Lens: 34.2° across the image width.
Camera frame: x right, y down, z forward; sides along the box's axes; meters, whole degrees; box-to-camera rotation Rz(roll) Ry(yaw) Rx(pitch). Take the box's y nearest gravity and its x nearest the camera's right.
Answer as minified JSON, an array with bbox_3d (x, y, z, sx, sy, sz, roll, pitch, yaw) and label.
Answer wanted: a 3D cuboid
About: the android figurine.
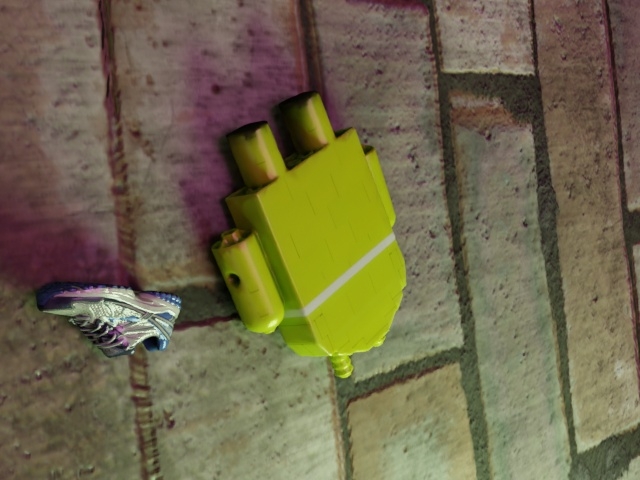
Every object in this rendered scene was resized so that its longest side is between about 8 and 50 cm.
[{"bbox_3d":[0.000,0.000,1.015,0.248,0.056,0.272,-41,116,-44],"label":"android figurine"}]

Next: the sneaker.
[{"bbox_3d":[-0.164,0.064,0.819,0.135,0.052,0.058,13,81,-48],"label":"sneaker"}]
